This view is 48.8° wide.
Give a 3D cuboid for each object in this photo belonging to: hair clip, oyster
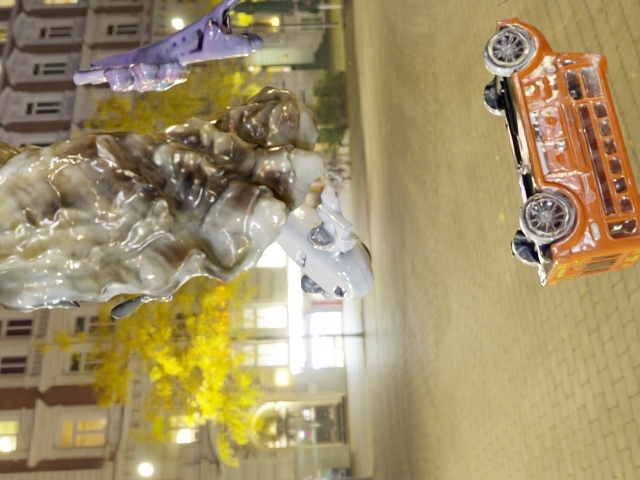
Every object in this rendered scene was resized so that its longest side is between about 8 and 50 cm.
[{"bbox_3d":[-0.199,-0.250,0.955,0.090,0.278,0.137,64,-166,-11],"label":"hair clip"},{"bbox_3d":[-0.168,-0.050,0.571,0.238,0.350,0.115,-105,17,-58],"label":"oyster"}]

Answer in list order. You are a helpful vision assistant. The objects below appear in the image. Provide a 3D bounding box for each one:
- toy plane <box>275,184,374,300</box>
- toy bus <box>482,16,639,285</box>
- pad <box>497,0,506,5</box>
[{"bbox_3d":[0.000,0.000,1.188,0.244,0.117,0.245,37,147,29],"label":"toy plane"},{"bbox_3d":[0.298,-0.120,0.886,0.143,0.153,0.330,53,-153,-70],"label":"toy bus"},{"bbox_3d":[0.516,-0.588,1.553,0.004,0.181,0.267,61,165,-8],"label":"pad"}]
